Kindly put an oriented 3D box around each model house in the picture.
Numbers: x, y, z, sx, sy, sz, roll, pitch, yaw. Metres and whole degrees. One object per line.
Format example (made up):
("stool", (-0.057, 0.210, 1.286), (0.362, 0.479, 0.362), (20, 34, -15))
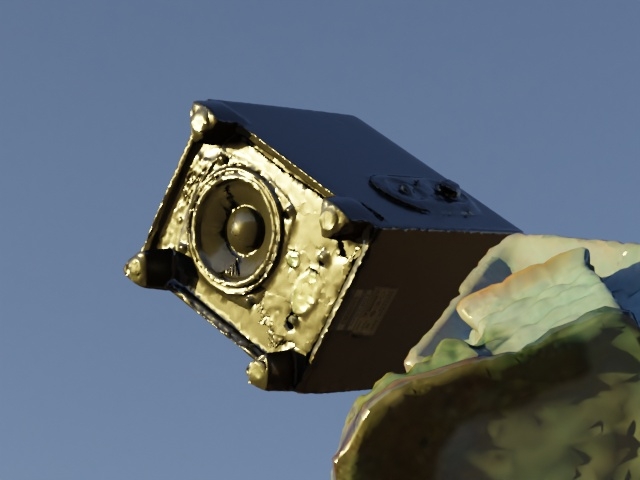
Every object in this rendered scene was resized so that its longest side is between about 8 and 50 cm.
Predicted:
("model house", (0.175, 0.163, 1.240), (0.297, 0.339, 0.360), (-26, -73, 9))

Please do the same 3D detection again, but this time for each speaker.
("speaker", (0.000, 0.000, 1.511), (0.254, 0.232, 0.184), (2, -62, -51))
